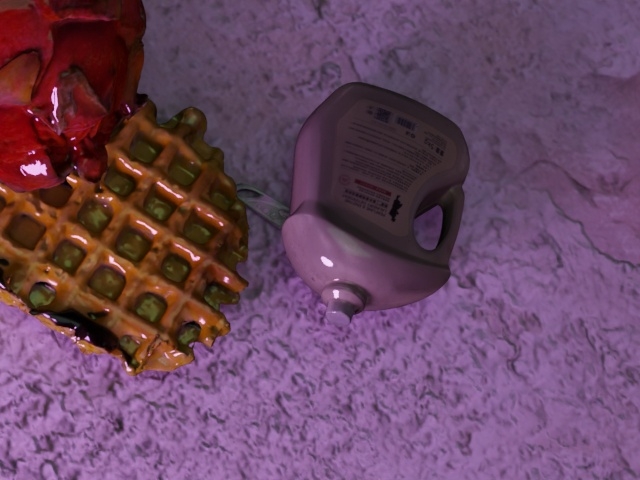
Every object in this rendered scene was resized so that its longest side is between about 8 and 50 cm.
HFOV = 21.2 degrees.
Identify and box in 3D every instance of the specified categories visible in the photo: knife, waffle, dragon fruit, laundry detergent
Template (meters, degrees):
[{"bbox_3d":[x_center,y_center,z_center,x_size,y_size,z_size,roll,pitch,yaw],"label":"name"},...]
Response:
[{"bbox_3d":[0.000,0.000,1.697,0.207,0.014,0.030,31,61,1],"label":"knife"},{"bbox_3d":[-0.217,-0.019,1.616,0.311,0.060,0.307,2,62,-15],"label":"waffle"},{"bbox_3d":[-0.290,-0.211,1.505,0.277,0.343,0.277,-3,24,2],"label":"dragon fruit"},{"bbox_3d":[0.049,-0.025,1.664,0.181,0.091,0.253,23,54,-10],"label":"laundry detergent"}]
